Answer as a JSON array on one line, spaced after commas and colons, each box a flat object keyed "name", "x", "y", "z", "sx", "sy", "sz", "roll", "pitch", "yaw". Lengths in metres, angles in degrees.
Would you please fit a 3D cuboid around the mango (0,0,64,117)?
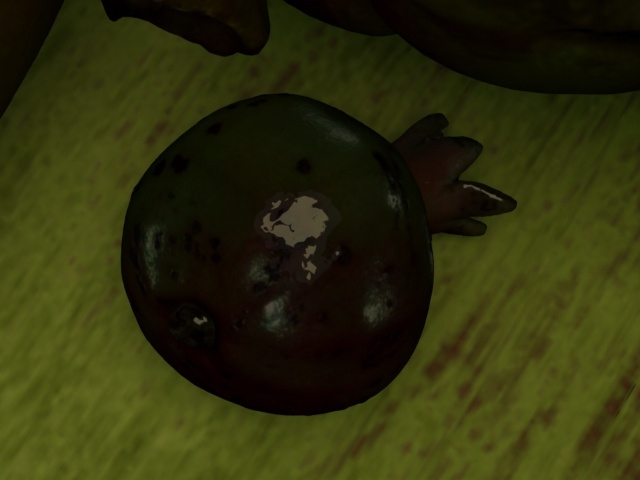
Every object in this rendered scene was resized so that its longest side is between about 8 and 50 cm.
[{"name": "mango", "x": -0.193, "y": -0.101, "z": 0.663, "sx": 0.173, "sy": 0.211, "sz": 0.317, "roll": 27, "pitch": 84, "yaw": -42}]

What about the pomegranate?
[{"name": "pomegranate", "x": -0.002, "y": 0.007, "z": 0.714, "sx": 0.159, "sy": 0.129, "sz": 0.129, "roll": 2, "pitch": 79, "yaw": -48}]

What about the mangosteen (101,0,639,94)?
[{"name": "mangosteen", "x": 0.121, "y": -0.211, "z": 0.640, "sx": 0.435, "sy": 0.382, "sz": 0.382, "roll": -22, "pitch": 84, "yaw": 19}]
